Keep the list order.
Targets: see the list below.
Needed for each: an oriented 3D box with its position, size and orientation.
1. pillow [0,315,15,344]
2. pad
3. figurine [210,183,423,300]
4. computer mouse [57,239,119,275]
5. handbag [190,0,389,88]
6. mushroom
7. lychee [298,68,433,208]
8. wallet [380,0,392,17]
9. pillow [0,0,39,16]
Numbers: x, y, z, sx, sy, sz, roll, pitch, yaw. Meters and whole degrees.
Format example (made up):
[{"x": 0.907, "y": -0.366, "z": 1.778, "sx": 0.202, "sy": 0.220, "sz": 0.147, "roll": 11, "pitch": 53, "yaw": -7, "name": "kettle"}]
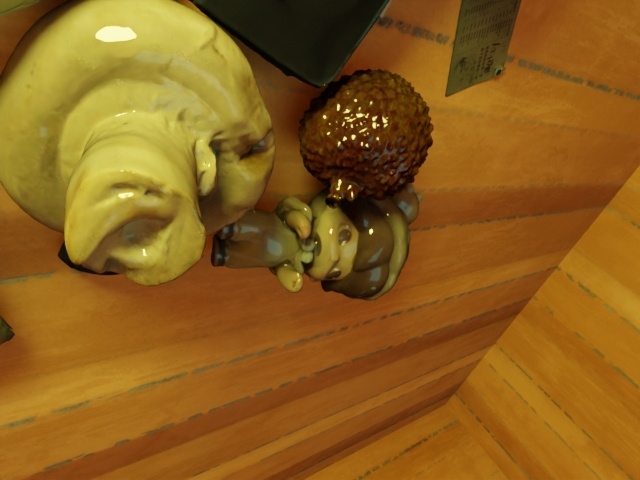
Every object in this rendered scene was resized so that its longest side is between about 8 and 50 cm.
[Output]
[{"x": -0.493, "y": 0.062, "z": 0.504, "sx": 0.185, "sy": 0.075, "sz": 0.302, "roll": -18, "pitch": 142, "yaw": -25, "name": "pillow"}, {"x": 0.304, "y": -0.397, "z": 0.811, "sx": 0.160, "sy": 0.009, "sz": 0.265, "roll": -26, "pitch": 142, "yaw": -19, "name": "pad"}, {"x": -0.001, "y": 0.000, "z": 0.811, "sx": 0.381, "sy": 0.203, "sz": 0.248, "roll": 0, "pitch": 114, "yaw": -26, "name": "figurine"}, {"x": -0.280, "y": 0.004, "z": 0.654, "sx": 0.172, "sy": 0.057, "sz": 0.099, "roll": -19, "pitch": 138, "yaw": -33, "name": "computer mouse"}, {"x": 0.000, "y": -0.357, "z": 0.479, "sx": 0.325, "sy": 0.118, "sz": 0.269, "roll": -53, "pitch": 150, "yaw": 15, "name": "handbag"}, {"x": -0.171, "y": -0.073, "z": 0.464, "sx": 0.293, "sy": 0.290, "sz": 0.292, "roll": -15, "pitch": 138, "yaw": -14, "name": "mushroom"}, {"x": 0.065, "y": -0.149, "z": 0.692, "sx": 0.238, "sy": 0.200, "sz": 0.200, "roll": -65, "pitch": 148, "yaw": -15, "name": "lychee"}, {"x": 0.097, "y": -0.379, "z": 0.624, "sx": 0.061, "sy": 0.025, "sz": 0.122, "roll": 13, "pitch": 120, "yaw": -41, "name": "wallet"}, {"x": -0.219, "y": -0.316, "z": 0.274, "sx": 0.255, "sy": 0.120, "sz": 0.322, "roll": -42, "pitch": 158, "yaw": -31, "name": "pillow"}]
